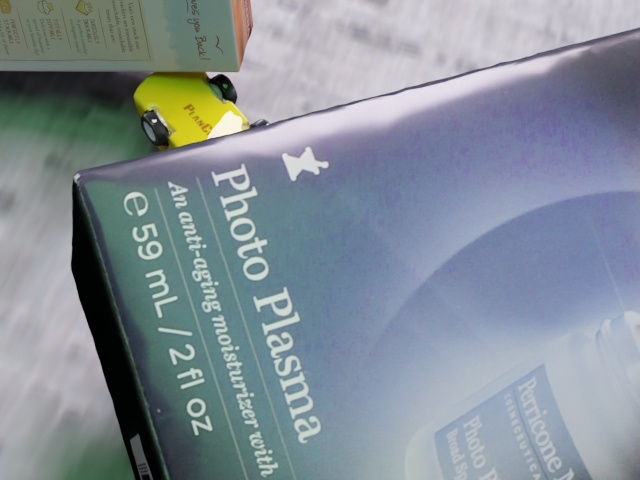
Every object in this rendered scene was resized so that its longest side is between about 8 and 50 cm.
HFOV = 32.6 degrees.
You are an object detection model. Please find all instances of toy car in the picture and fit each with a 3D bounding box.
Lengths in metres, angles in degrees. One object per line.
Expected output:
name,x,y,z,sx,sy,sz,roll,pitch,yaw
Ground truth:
toy car,0.000,0.000,0.664,0.225,0.053,0.239,-2,63,-9

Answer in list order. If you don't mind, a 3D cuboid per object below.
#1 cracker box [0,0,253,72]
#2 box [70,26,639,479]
cracker box,-0.163,-0.183,0.655,0.232,0.156,0.067,2,40,6
box,0.065,0.085,0.514,0.294,0.183,0.296,-17,82,-16
